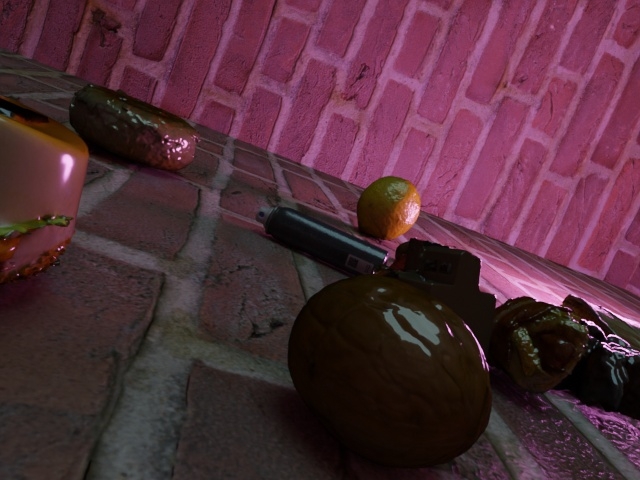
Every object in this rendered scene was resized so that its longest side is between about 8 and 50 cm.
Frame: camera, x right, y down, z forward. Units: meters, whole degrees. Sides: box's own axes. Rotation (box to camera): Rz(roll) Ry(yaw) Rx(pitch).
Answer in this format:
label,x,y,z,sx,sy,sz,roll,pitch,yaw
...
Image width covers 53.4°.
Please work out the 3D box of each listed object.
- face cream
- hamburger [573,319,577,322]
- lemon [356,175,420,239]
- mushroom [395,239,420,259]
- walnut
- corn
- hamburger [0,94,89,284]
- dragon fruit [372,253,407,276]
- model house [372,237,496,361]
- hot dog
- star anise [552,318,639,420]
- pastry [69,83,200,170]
label,x,y,z,sx,sy,sz,roll,pitch,yaw
face cream,0.000,0.000,1.294,0.283,0.073,0.073,24,11,11
hamburger,0.463,0.177,1.330,0.147,0.083,0.138,26,11,41
lemon,0.199,-0.094,1.853,0.193,0.181,0.180,-18,34,-34
mushroom,0.250,0.036,1.633,0.129,0.073,0.088,19,-19,-27
walnut,0.064,0.121,0.599,0.207,0.168,0.167,33,15,37
corn,0.636,0.209,1.397,0.123,0.122,0.305,2,16,-23
hamburger,-0.366,-0.064,0.599,0.275,0.179,0.294,23,6,-14
dragon fruit,0.147,0.086,1.200,0.092,0.123,0.192,-2,14,38
model house,0.120,0.082,0.978,0.180,0.176,0.248,11,-1,-43
hot dog,0.305,0.144,0.974,0.103,0.146,0.213,49,-13,-24
star anise,0.462,0.206,1.088,0.331,0.118,0.332,19,6,-2
pastry,-0.456,-0.270,1.540,0.329,0.137,0.330,23,11,-5
